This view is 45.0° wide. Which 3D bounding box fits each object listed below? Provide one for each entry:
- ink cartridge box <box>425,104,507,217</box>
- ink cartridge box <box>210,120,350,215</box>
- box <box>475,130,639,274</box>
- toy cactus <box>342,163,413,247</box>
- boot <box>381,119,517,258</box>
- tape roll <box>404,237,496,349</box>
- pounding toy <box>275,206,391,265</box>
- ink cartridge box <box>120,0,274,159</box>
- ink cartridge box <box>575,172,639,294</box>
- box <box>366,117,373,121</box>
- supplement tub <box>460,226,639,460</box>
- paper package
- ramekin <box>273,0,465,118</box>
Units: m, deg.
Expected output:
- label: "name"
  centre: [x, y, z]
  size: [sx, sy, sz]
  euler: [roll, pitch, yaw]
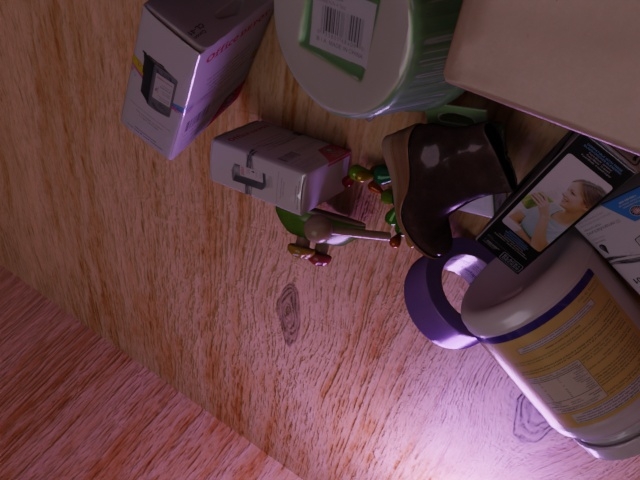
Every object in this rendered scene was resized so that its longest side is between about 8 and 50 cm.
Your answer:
- label: "ink cartridge box"
  centre: [0.237, -0.143, 1.246]
  size: [0.109, 0.062, 0.209]
  euler: [17, 139, 32]
- label: "ink cartridge box"
  centre: [-0.078, -0.143, 1.460]
  size: [0.218, 0.158, 0.092]
  euler: [24, 123, 26]
- label: "box"
  centre: [0.356, -0.090, 1.097]
  size: [0.087, 0.169, 0.290]
  euler: [41, 148, 5]
- label: "toy cactus"
  centre: [0.146, -0.088, 1.381]
  size: [0.219, 0.112, 0.180]
  euler: [42, 137, 14]
- label: "boot"
  centre: [0.212, -0.071, 1.212]
  size: [0.207, 0.090, 0.248]
  euler: [3, 126, 45]
- label: "tape roll"
  centre: [0.250, 0.095, 1.388]
  size: [0.189, 0.189, 0.080]
  euler: [43, 146, -3]
- label: "pounding toy"
  centre: [0.000, 0.000, 1.498]
  size: [0.183, 0.110, 0.237]
  euler: [13, -174, -26]
- label: "ink cartridge box"
  centre: [-0.217, -0.319, 1.356]
  size: [0.131, 0.226, 0.306]
  euler: [38, 145, 3]
- label: "ink cartridge box"
  centre: [0.490, -0.008, 1.131]
  size: [0.191, 0.082, 0.139]
  euler: [46, 146, -4]
- label: "box"
  centre: [0.036, -0.303, 1.291]
  size: [0.207, 0.036, 0.114]
  euler: [41, 146, 0]
- label: "supplement tub"
  centre: [0.416, 0.166, 1.256]
  size: [0.331, 0.241, 0.241]
  euler: [49, 146, -10]
- label: "paper package"
  centre: [0.329, -0.287, 0.825]
  size: [0.309, 0.168, 0.325]
  euler: [26, 125, 19]
- label: "ramekin"
  centre: [0.073, -0.313, 1.060]
  size: [0.303, 0.148, 0.303]
  euler: [25, 126, 39]
